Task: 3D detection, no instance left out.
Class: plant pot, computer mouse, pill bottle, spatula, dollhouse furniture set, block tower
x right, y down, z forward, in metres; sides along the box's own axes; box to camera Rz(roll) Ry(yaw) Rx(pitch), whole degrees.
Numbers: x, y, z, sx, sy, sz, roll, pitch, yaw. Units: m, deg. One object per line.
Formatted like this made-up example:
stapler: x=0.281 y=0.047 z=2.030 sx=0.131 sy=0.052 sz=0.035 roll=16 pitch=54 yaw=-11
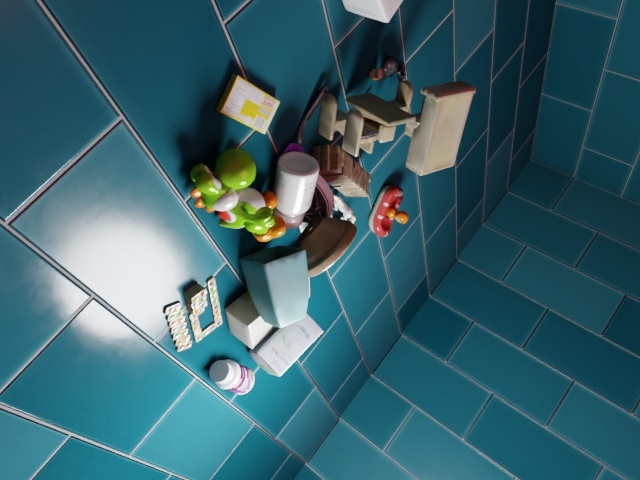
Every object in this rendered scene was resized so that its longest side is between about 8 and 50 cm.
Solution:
plant pot: x=0.000 y=0.000 z=1.877 sx=0.109 sy=0.237 sz=0.237 roll=44 pitch=74 yaw=-16
computer mouse: x=0.274 y=-0.608 z=2.008 sx=0.242 sy=0.041 sz=0.071 roll=-9 pitch=116 yaw=-64
plant pot: x=-0.138 y=0.155 z=1.848 sx=0.165 sy=0.165 sz=0.235 roll=-20 pitch=106 yaw=-34
pill bottle: x=-0.327 y=0.498 z=2.053 sx=0.108 sy=0.108 sz=0.193 roll=-54 pitch=152 yaw=-9
spatula: x=-0.052 y=-0.356 z=1.759 sx=0.084 sy=0.030 sz=0.297 roll=14 pitch=105 yaw=-59
pill bottle: x=-0.086 y=-0.156 z=1.783 sx=0.131 sy=0.131 sz=0.229 roll=-33 pitch=149 yaw=-40
dollhouse furniture set: x=0.255 y=-0.417 z=1.772 sx=0.362 sy=0.394 sz=0.257 roll=-19 pitch=133 yaw=-34
block tower: x=0.082 y=-0.238 z=1.993 sx=0.335 sy=0.090 sz=0.097 roll=23 pitch=66 yaw=-62

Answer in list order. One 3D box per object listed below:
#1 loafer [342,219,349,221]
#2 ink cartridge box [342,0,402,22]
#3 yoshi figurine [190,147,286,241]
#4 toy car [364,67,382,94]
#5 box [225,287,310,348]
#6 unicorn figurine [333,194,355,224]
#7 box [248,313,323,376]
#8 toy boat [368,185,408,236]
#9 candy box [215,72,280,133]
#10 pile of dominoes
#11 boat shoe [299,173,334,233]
loafer: x=0.019 y=0.011 z=2.141 sx=0.319 sy=0.112 sz=0.112 roll=-41 pitch=155 yaw=-30
ink cartridge box: x=0.142 y=-0.830 z=1.479 sx=0.279 sy=0.160 sz=0.385 roll=-56 pitch=152 yaw=-7
yoshi figurine: x=-0.206 y=-0.138 z=1.576 sx=0.362 sy=0.203 sz=0.203 roll=37 pitch=69 yaw=-59
toy car: x=0.181 y=-0.538 z=1.939 sx=0.040 sy=0.060 sz=0.122 roll=0 pitch=115 yaw=-22
box: x=-0.183 y=0.223 z=2.008 sx=0.311 sy=0.121 sz=0.148 roll=-39 pitch=147 yaw=-33
unicorn figurine: x=0.074 y=-0.128 z=2.119 sx=0.060 sy=0.161 sz=0.111 roll=-59 pitch=180 yaw=-12
box: x=-0.139 y=0.379 z=2.095 sx=0.231 sy=0.127 sz=0.262 roll=-45 pitch=-177 yaw=-18
toy boat: x=0.316 y=-0.118 z=2.453 sx=0.151 sy=0.151 sz=0.231 roll=-2 pitch=119 yaw=-57
candy box: x=-0.193 y=-0.368 z=1.524 sx=0.206 sy=0.027 sz=0.105 roll=14 pitch=102 yaw=-61
pile of dominoes: x=-0.390 y=0.248 z=1.786 sx=0.196 sy=0.040 sz=0.251 roll=-39 pitch=145 yaw=-34
boat shoe: x=-0.027 y=-0.104 z=1.945 sx=0.119 sy=0.121 sz=0.335 roll=-46 pitch=150 yaw=-23
